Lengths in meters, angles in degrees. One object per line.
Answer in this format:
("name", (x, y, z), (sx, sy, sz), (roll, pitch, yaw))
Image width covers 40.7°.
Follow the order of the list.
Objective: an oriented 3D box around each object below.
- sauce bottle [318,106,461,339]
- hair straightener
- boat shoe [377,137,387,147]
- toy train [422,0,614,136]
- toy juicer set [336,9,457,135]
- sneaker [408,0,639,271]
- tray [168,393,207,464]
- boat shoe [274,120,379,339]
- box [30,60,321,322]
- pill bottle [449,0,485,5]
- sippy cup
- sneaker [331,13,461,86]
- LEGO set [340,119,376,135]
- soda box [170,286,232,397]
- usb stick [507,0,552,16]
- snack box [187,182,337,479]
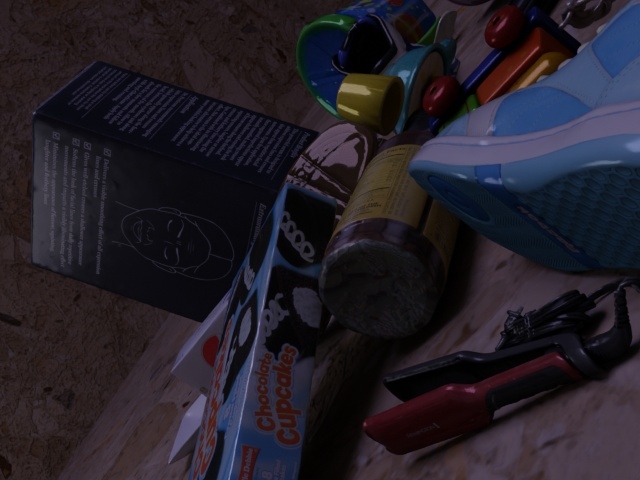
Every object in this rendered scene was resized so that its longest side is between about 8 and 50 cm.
("sauce bottle", (0.090, -0.039, 0.853), (0.111, 0.111, 0.344), (-47, 7, 33))
("hair straightener", (0.114, 0.065, 0.540), (0.230, 0.047, 0.089), (-42, 15, 48))
("boat shoe", (0.028, -0.071, 1.288), (0.257, 0.095, 0.095), (-58, 11, -29))
("toy train", (0.203, -0.148, 0.758), (0.248, 0.105, 0.143), (-47, 22, 27))
("toy juicer set", (0.126, -0.154, 1.114), (0.329, 0.090, 0.209), (-44, -36, -49))
("sneaker", (0.189, -0.092, 0.534), (0.208, 0.127, 0.319), (-57, 20, -9))
("tray", (-0.119, 0.197, 1.230), (0.270, 0.030, 0.145), (-51, 11, 13))
("boat shoe", (0.000, 0.000, 0.992), (0.089, 0.105, 0.285), (7, -67, -52))
("box", (-0.233, -0.066, 1.375), (0.212, 0.396, 0.293), (-65, -8, -53))
("pill bottle", (0.277, -0.478, 1.372), (0.160, 0.160, 0.283), (-53, 9, -2))
("sippy cup", (0.108, -0.379, 1.697), (0.224, 0.305, 0.240), (-46, -24, -32))
("sneaker", (0.119, -0.285, 1.370), (0.127, 0.182, 0.315), (-49, 10, 16))
("LEGO set", (0.010, -0.171, 1.739), (0.227, 0.093, 0.087), (-48, 11, 27))
("soda box", (-0.109, 0.112, 1.171), (0.216, 0.074, 0.069), (-49, 11, 17))
("usb stick", (0.316, -0.371, 1.154), (0.278, 0.045, 0.077), (-56, 3, -16))
("snack box", (-0.059, 0.126, 0.793), (0.187, 0.060, 0.321), (122, 162, -49))
